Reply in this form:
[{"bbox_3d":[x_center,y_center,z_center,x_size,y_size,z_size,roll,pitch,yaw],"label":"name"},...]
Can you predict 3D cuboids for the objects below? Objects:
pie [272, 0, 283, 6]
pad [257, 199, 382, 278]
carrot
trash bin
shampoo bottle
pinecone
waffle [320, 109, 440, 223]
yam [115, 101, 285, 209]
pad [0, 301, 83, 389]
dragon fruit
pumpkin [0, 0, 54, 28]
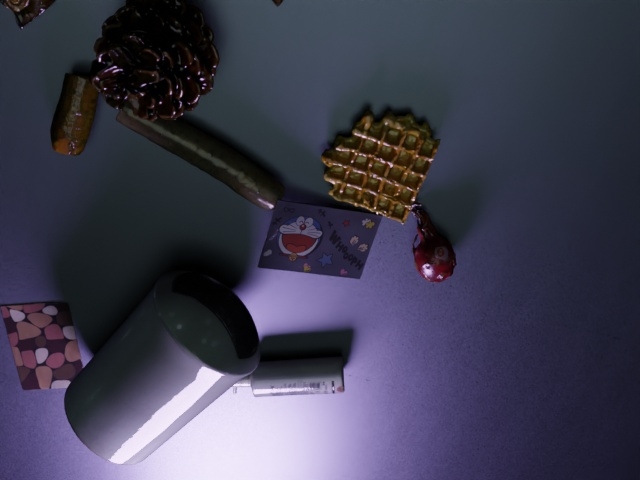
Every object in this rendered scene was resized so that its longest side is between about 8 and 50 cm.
[{"bbox_3d":[-0.114,-0.539,1.758,0.088,0.033,0.191,-40,110,13],"label":"pie"},{"bbox_3d":[0.000,0.000,2.004,0.245,0.006,0.170,8,116,-22],"label":"pad"},{"bbox_3d":[-0.493,-0.256,1.871,0.082,0.082,0.173,17,108,-9],"label":"carrot"},{"bbox_3d":[-0.334,0.267,2.027,0.280,0.280,0.432,39,113,-18],"label":"trash bin"},{"bbox_3d":[-0.076,0.317,2.154,0.262,0.085,0.085,-3,116,2],"label":"shampoo bottle"},{"bbox_3d":[-0.307,-0.341,1.737,0.243,0.257,0.244,1,102,7],"label":"pinecone"},{"bbox_3d":[0.114,-0.169,1.929,0.219,0.057,0.229,17,114,-9],"label":"waffle"},{"bbox_3d":[-0.240,-0.180,1.909,0.371,0.083,0.083,32,112,-17],"label":"yam"},{"bbox_3d":[-0.638,0.247,2.160,0.158,0.003,0.235,-4,116,1],"label":"pad"},{"bbox_3d":[0.234,0.009,2.002,0.094,0.094,0.191,-18,109,9],"label":"dragon fruit"},{"bbox_3d":[-0.560,-0.464,1.792,0.101,0.035,0.073,-32,124,11],"label":"pumpkin"}]
